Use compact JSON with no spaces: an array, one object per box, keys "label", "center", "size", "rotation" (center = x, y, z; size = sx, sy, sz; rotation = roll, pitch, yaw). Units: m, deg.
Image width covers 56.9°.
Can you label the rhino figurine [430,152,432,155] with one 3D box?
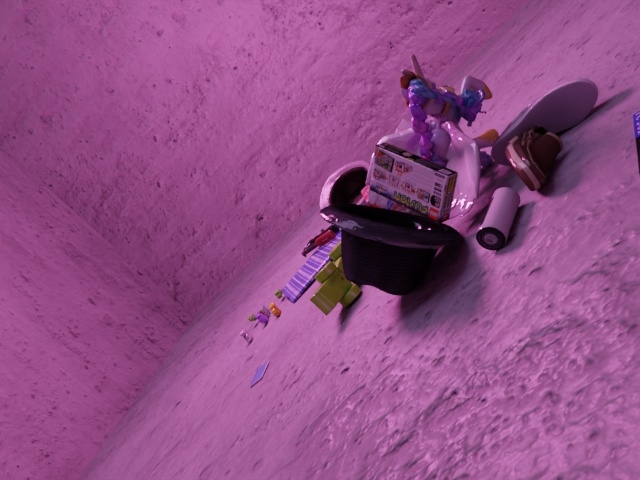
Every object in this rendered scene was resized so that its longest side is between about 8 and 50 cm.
[{"label":"rhino figurine","center":[0.349,-0.238,1.856],"size":[0.106,0.073,0.243],"rotation":[-46,7,24]}]

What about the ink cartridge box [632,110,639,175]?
[{"label":"ink cartridge box","center":[0.505,-0.152,0.840],"size":[0.097,0.046,0.207],"rotation":[-38,12,39]}]

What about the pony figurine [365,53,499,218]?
[{"label":"pony figurine","center":[0.285,-0.239,1.402],"size":[0.303,0.350,0.364],"rotation":[10,11,40]}]

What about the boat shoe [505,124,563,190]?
[{"label":"boat shoe","center":[0.428,-0.179,1.172],"size":[0.095,0.095,0.257],"rotation":[-35,12,25]}]

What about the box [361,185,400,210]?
[{"label":"box","center":[0.216,-0.133,1.818],"size":[0.122,0.128,0.257],"rotation":[-45,8,9]}]

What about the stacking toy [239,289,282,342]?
[{"label":"stacking toy","center":[-0.210,0.279,2.215],"size":[0.167,0.052,0.221],"rotation":[-42,8,11]}]

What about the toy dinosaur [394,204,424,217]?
[{"label":"toy dinosaur","center":[0.232,-0.069,1.604],"size":[0.313,0.121,0.160],"rotation":[-43,23,-18]}]

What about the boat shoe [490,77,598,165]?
[{"label":"boat shoe","center":[0.489,-0.268,1.301],"size":[0.267,0.096,0.088],"rotation":[-49,9,47]}]

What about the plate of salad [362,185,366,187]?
[{"label":"plate of salad","center":[0.186,-0.225,2.373],"size":[0.200,0.048,0.200],"rotation":[-13,3,1]}]

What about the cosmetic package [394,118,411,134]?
[{"label":"cosmetic package","center":[0.290,-0.326,2.218],"size":[0.098,0.061,0.238],"rotation":[-60,-13,-52]}]

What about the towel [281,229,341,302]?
[{"label":"towel","center":[-0.009,0.088,2.200],"size":[0.336,0.040,0.243],"rotation":[-49,11,-6]}]

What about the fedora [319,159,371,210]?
[{"label":"fedora","center":[0.137,-0.169,2.207],"size":[0.276,0.124,0.243],"rotation":[-19,54,43]}]

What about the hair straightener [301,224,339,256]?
[{"label":"hair straightener","center":[0.000,0.000,2.280],"size":[0.230,0.047,0.089],"rotation":[-42,12,45]}]

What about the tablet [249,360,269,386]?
[{"label":"tablet","center":[-0.175,0.384,1.704],"size":[0.054,0.006,0.083],"rotation":[-42,11,24]}]

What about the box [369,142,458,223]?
[{"label":"box","center":[0.199,-0.130,1.300],"size":[0.036,0.207,0.114],"rotation":[-22,-50,-37]}]

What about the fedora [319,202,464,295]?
[{"label":"fedora","center":[0.138,0.022,1.249],"size":[0.334,0.335,0.152],"rotation":[-101,23,-79]}]

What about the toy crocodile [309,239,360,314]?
[{"label":"toy crocodile","center":[0.052,0.097,1.604],"size":[0.105,0.115,0.340],"rotation":[-47,5,33]}]

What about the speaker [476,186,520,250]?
[{"label":"speaker","center":[0.335,-0.043,1.108],"size":[0.055,0.055,0.136],"rotation":[-37,13,46]}]
